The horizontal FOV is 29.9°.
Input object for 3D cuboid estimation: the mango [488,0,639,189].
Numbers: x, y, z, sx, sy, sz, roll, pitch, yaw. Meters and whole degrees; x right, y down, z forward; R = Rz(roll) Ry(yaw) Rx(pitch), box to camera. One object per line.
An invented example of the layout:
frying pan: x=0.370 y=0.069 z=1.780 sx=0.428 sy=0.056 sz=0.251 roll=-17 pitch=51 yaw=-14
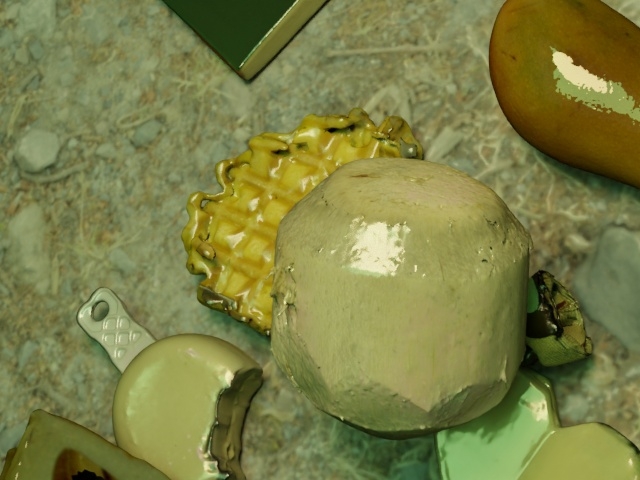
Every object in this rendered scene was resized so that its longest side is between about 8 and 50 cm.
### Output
mango: x=0.246 y=-0.123 z=1.056 sx=0.138 sy=0.113 sz=0.253 roll=-45 pitch=70 yaw=1

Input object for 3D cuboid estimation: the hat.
hat: x=0.193 y=0.074 z=1.038 sx=0.059 sy=0.076 sz=0.077 roll=-34 pitch=57 yaw=27

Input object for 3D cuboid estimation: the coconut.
coconut: x=0.065 y=0.059 z=0.976 sx=0.224 sy=0.224 sz=0.234 roll=19 pitch=111 yaw=27

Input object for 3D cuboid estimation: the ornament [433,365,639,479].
ornament: x=0.165 y=0.207 z=1.022 sx=0.201 sy=0.059 sz=0.180 roll=37 pitch=90 yaw=31

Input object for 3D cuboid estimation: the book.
book: x=-0.106 y=-0.377 z=1.324 sx=0.260 sy=0.043 sz=0.371 roll=-47 pitch=61 yaw=6

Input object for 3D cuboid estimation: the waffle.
waffle: x=-0.001 y=-0.001 z=1.150 sx=0.280 sy=0.060 sz=0.262 roll=-23 pitch=65 yaw=12

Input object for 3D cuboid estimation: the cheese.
cheese: x=-0.163 y=0.156 z=1.166 sx=0.249 sy=0.071 sz=0.163 roll=21 pitch=82 yaw=27

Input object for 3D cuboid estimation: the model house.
model house: x=-0.219 y=0.314 z=1.103 sx=0.239 sy=0.173 sz=0.268 roll=-50 pitch=53 yaw=49
